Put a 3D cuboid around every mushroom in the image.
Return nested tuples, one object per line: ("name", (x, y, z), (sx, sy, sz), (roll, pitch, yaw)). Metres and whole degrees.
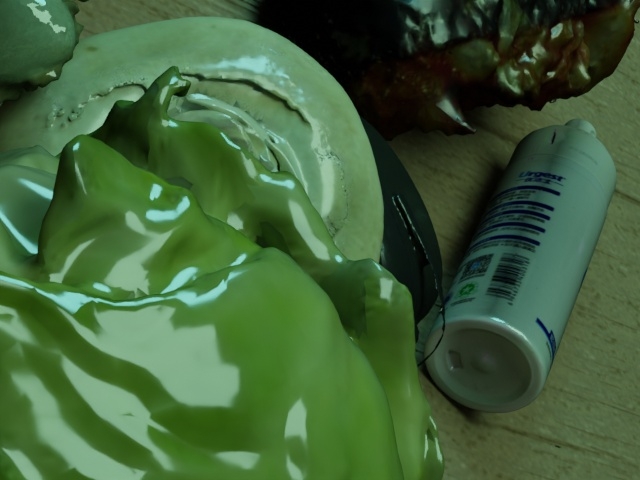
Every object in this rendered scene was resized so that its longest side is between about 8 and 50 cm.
("mushroom", (-0.076, -0.016, 1.103), (0.246, 0.202, 0.246), (4, 75, -14))

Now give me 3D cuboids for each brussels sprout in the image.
("brussels sprout", (-0.135, 0.154, 0.847), (0.425, 0.342, 0.361), (-29, 101, -33))

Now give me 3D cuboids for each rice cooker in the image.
("rice cooker", (0.000, 0.001, 1.261), (0.203, 0.142, 0.118), (64, 26, 1))

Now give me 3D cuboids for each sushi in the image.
("sushi", (0.109, -0.177, 1.479), (0.343, 0.196, 0.182), (-15, 96, -46))

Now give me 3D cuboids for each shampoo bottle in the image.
("shampoo bottle", (0.163, 0.001, 1.477), (0.092, 0.092, 0.303), (47, 39, -15))

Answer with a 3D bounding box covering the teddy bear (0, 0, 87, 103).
("teddy bear", (-0.191, -0.225, 1.117), (0.267, 0.256, 0.156), (36, 2, 12))
